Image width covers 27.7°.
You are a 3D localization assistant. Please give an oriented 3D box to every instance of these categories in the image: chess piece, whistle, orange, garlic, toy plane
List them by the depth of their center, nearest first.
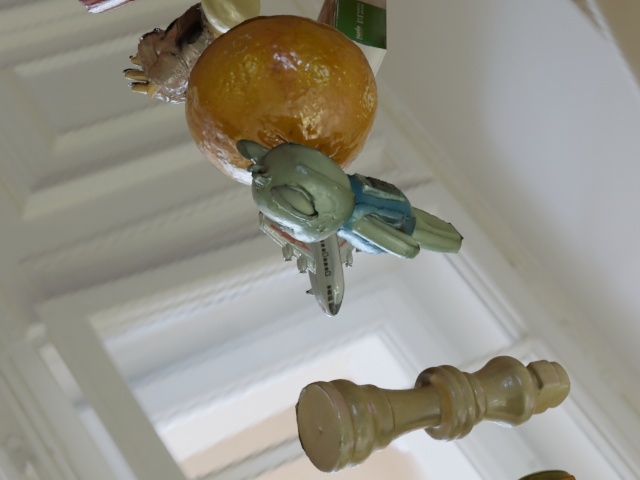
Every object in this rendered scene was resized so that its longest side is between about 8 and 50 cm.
[{"bbox_3d":[0.029,-0.024,1.103,0.236,0.114,0.077,18,113,-40],"label":"whistle"},{"bbox_3d":[-0.035,-0.123,1.195,0.178,0.155,0.177,5,153,3],"label":"orange"},{"bbox_3d":[-0.097,-0.255,1.441,0.041,0.053,0.083,-13,-175,39],"label":"garlic"},{"bbox_3d":[0.000,0.000,1.453,0.162,0.171,0.066,-6,-173,-34],"label":"toy plane"},{"bbox_3d":[0.165,0.215,1.718,0.397,0.117,0.117,-7,143,-30],"label":"chess piece"}]

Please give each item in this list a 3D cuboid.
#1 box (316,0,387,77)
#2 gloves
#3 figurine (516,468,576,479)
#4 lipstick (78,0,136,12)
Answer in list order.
[{"bbox_3d":[0.035,-0.273,1.809,0.081,0.199,0.135,18,127,-9],"label":"box"},{"bbox_3d":[-0.167,-0.228,1.598,0.094,0.110,0.144,14,159,-43],"label":"gloves"},{"bbox_3d":[0.312,0.411,1.608,0.180,0.262,0.154,-37,162,33],"label":"figurine"},{"bbox_3d":[-0.166,-0.322,1.451,0.280,0.073,0.073,-14,175,40],"label":"lipstick"}]
